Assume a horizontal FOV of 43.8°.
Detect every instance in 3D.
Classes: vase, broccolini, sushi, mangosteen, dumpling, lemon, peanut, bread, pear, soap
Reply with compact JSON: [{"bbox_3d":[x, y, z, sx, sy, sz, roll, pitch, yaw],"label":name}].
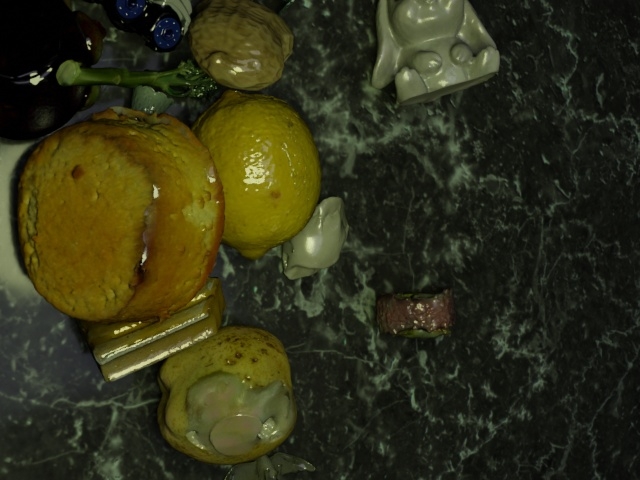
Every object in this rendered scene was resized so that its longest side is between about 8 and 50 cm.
[{"bbox_3d":[-0.330,-0.203,1.445,0.081,0.081,0.149,24,86,-24],"label":"vase"},{"bbox_3d":[-0.284,-0.279,1.336,0.078,0.392,0.074,36,110,12],"label":"broccolini"},{"bbox_3d":[0.204,0.153,1.694,0.161,0.241,0.108,-2,90,13],"label":"sushi"},{"bbox_3d":[-0.476,-0.307,1.283,0.287,0.233,0.288,3,74,-12],"label":"mangosteen"},{"bbox_3d":[0.000,-0.001,1.609,0.150,0.092,0.177,14,82,-39],"label":"dumpling"},{"bbox_3d":[-0.125,-0.118,1.445,0.257,0.258,0.310,-8,94,-24],"label":"lemon"},{"bbox_3d":[-0.148,-0.364,1.454,0.196,0.233,0.110,24,125,-11],"label":"peanut"},{"bbox_3d":[-0.335,-0.041,1.307,0.336,0.204,0.359,11,98,16],"label":"bread"},{"bbox_3d":[-0.173,0.286,1.474,0.271,0.271,0.271,-2,94,-25],"label":"pear"},{"bbox_3d":[-0.295,0.137,1.432,0.257,0.160,0.080,-22,132,-21],"label":"soap"}]

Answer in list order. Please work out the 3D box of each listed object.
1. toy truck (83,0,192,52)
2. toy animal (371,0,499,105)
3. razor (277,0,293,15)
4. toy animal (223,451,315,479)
[{"bbox_3d":[-0.303,-0.442,1.353,0.177,0.161,0.213,-56,145,0],"label":"toy truck"},{"bbox_3d":[0.214,-0.425,1.633,0.271,0.206,0.265,-19,89,-3],"label":"toy animal"},{"bbox_3d":[-0.162,-0.491,1.505,0.231,0.106,0.068,11,89,-16],"label":"razor"},{"bbox_3d":[-0.102,0.447,1.585,0.219,0.095,0.155,-8,101,-25],"label":"toy animal"}]
